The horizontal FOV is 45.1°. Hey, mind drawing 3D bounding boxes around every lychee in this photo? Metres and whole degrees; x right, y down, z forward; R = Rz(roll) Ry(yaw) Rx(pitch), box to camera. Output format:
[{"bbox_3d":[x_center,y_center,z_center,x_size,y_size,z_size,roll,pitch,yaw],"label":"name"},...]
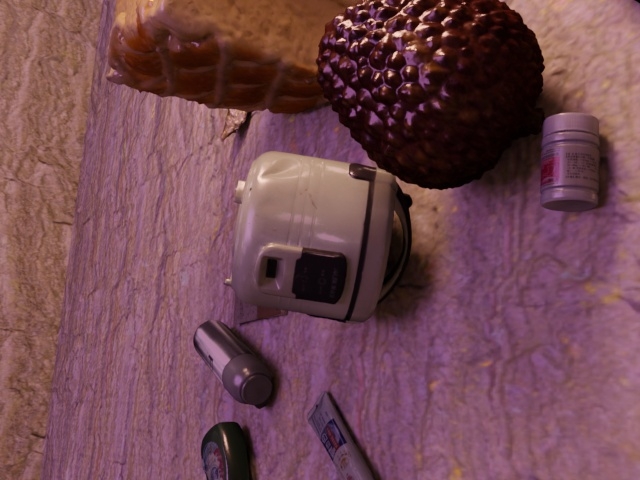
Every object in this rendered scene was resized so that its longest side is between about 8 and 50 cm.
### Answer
[{"bbox_3d":[0.125,-0.176,0.881,0.236,0.271,0.236,-62,-10,-19],"label":"lychee"}]

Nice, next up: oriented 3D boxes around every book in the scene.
[{"bbox_3d":[-0.111,0.079,1.426,0.198,0.016,0.139,-20,64,56],"label":"book"}]

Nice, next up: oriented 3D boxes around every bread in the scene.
[{"bbox_3d":[-0.125,-0.376,1.243,0.390,0.370,0.280,1,83,59],"label":"bread"}]

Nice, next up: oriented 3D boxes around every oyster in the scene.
[{"bbox_3d":[-0.174,-0.290,1.643,0.122,0.045,0.146,-107,38,-62],"label":"oyster"}]

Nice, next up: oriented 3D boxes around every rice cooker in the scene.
[{"bbox_3d":[0.000,0.000,1.038,0.226,0.243,0.226,-171,90,-85],"label":"rice cooker"}]

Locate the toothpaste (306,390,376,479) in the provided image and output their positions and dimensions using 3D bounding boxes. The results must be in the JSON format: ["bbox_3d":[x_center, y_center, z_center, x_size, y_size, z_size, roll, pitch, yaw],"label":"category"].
[{"bbox_3d":[0.032,0.299,1.090,0.060,0.038,0.233,-66,29,16],"label":"toothpaste"}]

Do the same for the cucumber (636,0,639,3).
[{"bbox_3d":[0.308,-0.292,0.786,0.056,0.056,0.284,-59,36,31],"label":"cucumber"}]

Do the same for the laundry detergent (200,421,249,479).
[{"bbox_3d":[-0.164,0.440,1.359,0.137,0.062,0.211,-53,41,41],"label":"laundry detergent"}]

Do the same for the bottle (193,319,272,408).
[{"bbox_3d":[-0.160,0.227,1.407,0.253,0.079,0.096,28,143,59],"label":"bottle"}]

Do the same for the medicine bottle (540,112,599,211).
[{"bbox_3d":[0.258,-0.080,0.797,0.058,0.058,0.091,-13,70,58],"label":"medicine bottle"}]
